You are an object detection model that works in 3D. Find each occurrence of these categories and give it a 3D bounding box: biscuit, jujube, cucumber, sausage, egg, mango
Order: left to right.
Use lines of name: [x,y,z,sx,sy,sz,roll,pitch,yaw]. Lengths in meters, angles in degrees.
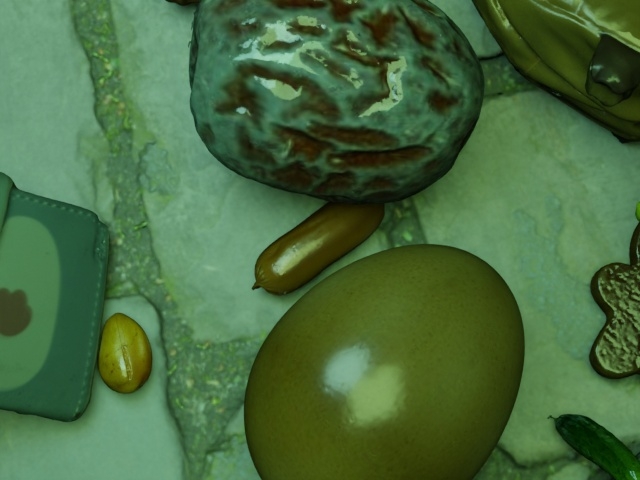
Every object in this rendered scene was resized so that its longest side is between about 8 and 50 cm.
mango: [-0.211,0.120,1.698,0.060,0.046,0.089,-13,75,-3]
sausage: [0.000,0.000,1.720,0.183,0.054,0.062,-34,82,-10]
jujube: [0.017,-0.160,1.652,0.308,0.215,0.246,2,102,-8]
egg: [0.069,0.144,1.592,0.250,0.250,0.322,41,76,7]
cucumber: [0.293,0.215,1.645,0.039,0.168,0.039,-12,117,-24]
biscuit: [0.387,0.059,1.720,0.180,0.039,0.236,27,79,7]

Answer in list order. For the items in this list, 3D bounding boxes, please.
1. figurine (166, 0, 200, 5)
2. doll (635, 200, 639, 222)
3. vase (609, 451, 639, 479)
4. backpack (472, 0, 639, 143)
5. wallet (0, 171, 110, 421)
figurine: [-0.094,-0.344,1.749,0.263,0.142,0.189,-9,47,-1]
doll: [0.463,-0.120,1.605,0.099,0.346,0.341,44,108,22]
vase: [0.326,0.275,1.651,0.096,0.096,0.219,44,79,8]
backpack: [0.326,-0.296,1.710,0.378,0.201,0.353,31,76,3]
wallet: [-0.389,0.035,1.616,0.360,0.083,0.252,17,72,-35]
